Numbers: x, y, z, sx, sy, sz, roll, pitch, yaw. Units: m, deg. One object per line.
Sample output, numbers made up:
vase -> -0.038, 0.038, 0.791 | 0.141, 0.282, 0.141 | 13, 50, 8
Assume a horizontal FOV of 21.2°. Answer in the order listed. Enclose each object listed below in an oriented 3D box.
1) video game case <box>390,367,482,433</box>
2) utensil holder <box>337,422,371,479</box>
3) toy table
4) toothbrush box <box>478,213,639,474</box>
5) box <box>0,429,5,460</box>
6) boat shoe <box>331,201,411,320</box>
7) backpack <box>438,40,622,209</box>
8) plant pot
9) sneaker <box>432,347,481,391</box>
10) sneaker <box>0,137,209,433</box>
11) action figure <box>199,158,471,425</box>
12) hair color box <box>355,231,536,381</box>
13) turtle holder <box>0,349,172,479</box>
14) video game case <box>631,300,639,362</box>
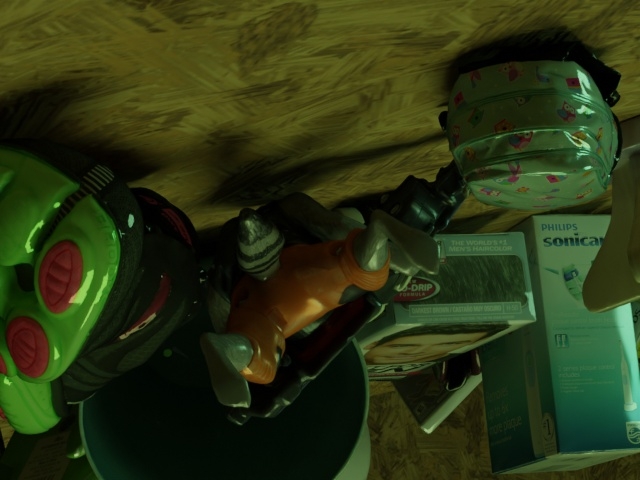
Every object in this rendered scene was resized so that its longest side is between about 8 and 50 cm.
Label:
video game case -> 0.188, 0.156, 2.391 | 0.201, 0.023, 0.183 | -47, -156, 6
utensil holder -> -0.129, 0.324, 2.548 | 0.327, 0.328, 0.385 | -18, 171, 18
toy table -> 0.356, -0.038, 1.717 | 0.252, 0.161, 0.274 | -6, 166, -43
toothbrush box -> 0.294, 0.133, 2.141 | 0.126, 0.296, 0.216 | 0, 167, -17
box -> -0.411, 0.236, 2.040 | 0.045, 0.184, 0.191 | -13, 171, -4
boat shoe -> 0.038, 0.040, 1.815 | 0.091, 0.114, 0.302 | -6, 169, -15
backpack -> 0.165, -0.083, 1.321 | 0.152, 0.115, 0.182 | -14, 168, 10
plant pot -> -0.111, 0.131, 1.773 | 0.290, 0.290, 0.195 | -14, -157, -6
sneaker -> 0.152, 0.133, 2.346 | 0.106, 0.163, 0.281 | -13, 170, -9
sneaker -> -0.189, 0.011, 1.292 | 0.202, 0.185, 0.483 | -35, 176, -16
action figure -> 0.000, 0.000, 1.455 | 0.341, 0.178, 0.330 | -48, -170, -3
hair color box -> 0.090, 0.090, 2.098 | 0.185, 0.114, 0.374 | -1, 165, -23
turtle holder -> -0.237, 0.239, 1.968 | 0.243, 0.227, 0.320 | -36, -152, 15
video game case -> 0.487, 0.041, 2.226 | 0.035, 0.248, 0.275 | 30, -166, 27
